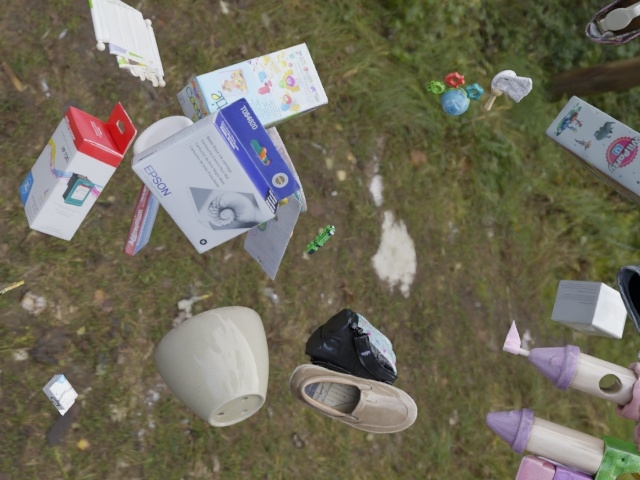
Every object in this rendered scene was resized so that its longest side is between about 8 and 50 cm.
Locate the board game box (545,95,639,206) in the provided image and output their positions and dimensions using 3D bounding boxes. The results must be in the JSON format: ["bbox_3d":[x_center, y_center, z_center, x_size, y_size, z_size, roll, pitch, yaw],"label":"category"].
[{"bbox_3d":[0.603,-0.130,1.376,0.224,0.303,0.098,25,107,-39],"label":"board game box"}]

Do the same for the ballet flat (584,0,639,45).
[{"bbox_3d":[0.462,-0.328,0.999,0.079,0.221,0.077,-29,93,-36],"label":"ballet flat"}]

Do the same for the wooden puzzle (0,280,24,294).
[{"bbox_3d":[-0.707,0.113,1.586,0.078,0.116,0.014,-36,111,-57],"label":"wooden puzzle"}]

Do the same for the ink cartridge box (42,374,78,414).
[{"bbox_3d":[-0.591,0.354,1.666,0.083,0.028,0.048,64,35,-24],"label":"ink cartridge box"}]

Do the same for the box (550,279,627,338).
[{"bbox_3d":[0.533,0.135,1.435,0.101,0.102,0.087,24,77,-32],"label":"box"}]

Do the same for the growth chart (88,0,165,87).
[{"bbox_3d":[-0.386,-0.407,1.460,0.237,0.021,0.172,16,62,-70],"label":"growth chart"}]

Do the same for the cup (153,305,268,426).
[{"bbox_3d":[-0.277,0.378,2.051,0.331,0.331,0.237,12,39,-46],"label":"cup"}]

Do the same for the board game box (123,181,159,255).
[{"bbox_3d":[-0.373,-0.115,1.615,0.027,0.145,0.282,18,101,-5],"label":"board game box"}]

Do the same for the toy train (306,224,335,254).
[{"bbox_3d":[0.000,0.000,1.454,0.017,0.083,0.024,28,39,-25],"label":"toy train"}]

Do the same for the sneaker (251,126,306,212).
[{"bbox_3d":[-0.137,-0.195,1.884,0.302,0.121,0.108,64,-2,3],"label":"sneaker"}]

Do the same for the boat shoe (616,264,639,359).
[{"bbox_3d":[0.589,0.172,1.201,0.104,0.113,0.307,6,59,-41],"label":"boat shoe"}]

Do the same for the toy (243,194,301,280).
[{"bbox_3d":[-0.105,-0.037,1.787,0.056,0.137,0.237,-14,137,-39],"label":"toy"}]

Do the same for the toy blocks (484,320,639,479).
[{"bbox_3d":[0.313,0.262,0.858,0.309,0.260,0.289,-29,134,-74],"label":"toy blocks"}]

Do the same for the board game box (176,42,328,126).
[{"bbox_3d":[-0.150,-0.313,1.602,0.275,0.142,0.144,-25,97,-28],"label":"board game box"}]

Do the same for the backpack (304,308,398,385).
[{"bbox_3d":[0.077,0.230,1.472,0.182,0.152,0.115,41,29,-19],"label":"backpack"}]

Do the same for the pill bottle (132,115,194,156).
[{"bbox_3d":[-0.263,-0.122,1.452,0.131,0.131,0.229,-65,144,-34],"label":"pill bottle"}]

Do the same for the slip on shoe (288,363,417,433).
[{"bbox_3d":[0.035,0.156,0.708,0.135,0.041,0.052,24,86,-13],"label":"slip on shoe"}]

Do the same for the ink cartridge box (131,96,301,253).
[{"bbox_3d":[-0.174,-0.107,1.273,0.223,0.223,0.045,57,9,-36],"label":"ink cartridge box"}]

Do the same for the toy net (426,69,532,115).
[{"bbox_3d":[0.366,-0.351,1.654,0.122,0.232,0.045,54,43,-30],"label":"toy net"}]

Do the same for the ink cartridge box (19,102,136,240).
[{"bbox_3d":[-0.418,-0.133,1.247,0.078,0.134,0.231,25,108,-41],"label":"ink cartridge box"}]
